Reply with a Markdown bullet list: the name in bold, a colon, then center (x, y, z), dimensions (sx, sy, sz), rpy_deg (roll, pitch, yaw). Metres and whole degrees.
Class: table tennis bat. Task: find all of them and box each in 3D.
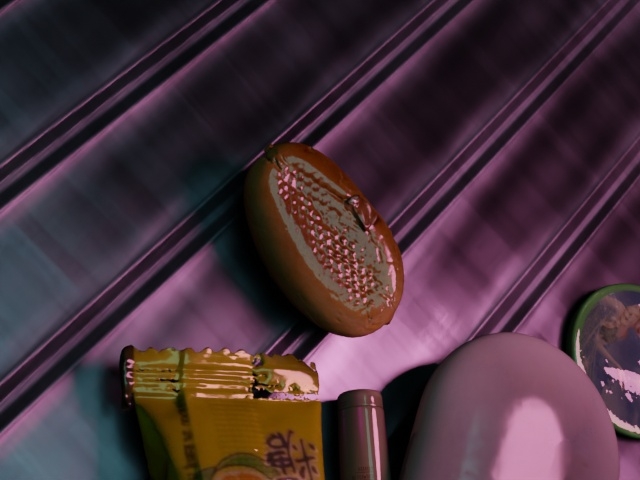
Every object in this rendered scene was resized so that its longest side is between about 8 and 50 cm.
- **table tennis bat**: center (0.362, 0.134, 1.289), dimensions (0.257, 0.039, 0.160), rpy_deg (16, 67, -22)

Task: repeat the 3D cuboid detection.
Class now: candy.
- **candy**: center (-0.069, 0.228, 0.977), dimensions (0.187, 0.081, 0.297), rpy_deg (6, 69, -30)

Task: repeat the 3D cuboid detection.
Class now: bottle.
- **bottle**: center (0.037, 0.178, 1.079), dimensions (0.045, 0.045, 0.096), rpy_deg (7, 68, -28)

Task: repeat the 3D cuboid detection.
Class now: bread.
- **bread**: center (0.000, 0.000, 1.106), dimensions (0.114, 0.077, 0.189), rpy_deg (-35, 92, -14)

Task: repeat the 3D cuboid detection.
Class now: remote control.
- **remote control**: center (0.162, 0.238, 1.092), dimensions (0.221, 0.103, 0.332), rpy_deg (29, 60, -20)
